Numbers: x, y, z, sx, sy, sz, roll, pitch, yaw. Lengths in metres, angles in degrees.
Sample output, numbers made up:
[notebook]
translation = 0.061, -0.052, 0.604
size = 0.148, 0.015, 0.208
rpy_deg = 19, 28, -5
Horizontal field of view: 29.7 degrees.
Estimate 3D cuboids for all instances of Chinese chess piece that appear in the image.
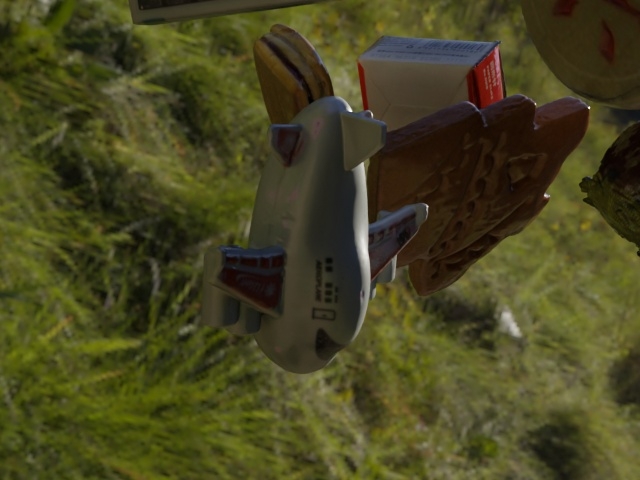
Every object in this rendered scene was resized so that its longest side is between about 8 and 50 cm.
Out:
[Chinese chess piece]
translation = 0.298, -0.249, 1.135
size = 0.103, 0.250, 0.249
rpy_deg = -12, 10, -32

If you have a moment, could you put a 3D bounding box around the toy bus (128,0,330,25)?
[toy bus]
translation = -0.075, -0.312, 1.304
size = 0.297, 0.131, 0.106
rpy_deg = -1, 12, 27

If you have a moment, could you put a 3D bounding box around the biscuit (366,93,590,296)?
[biscuit]
translation = 0.150, -0.055, 1.281
size = 0.306, 0.284, 0.043
rpy_deg = 14, 31, -50

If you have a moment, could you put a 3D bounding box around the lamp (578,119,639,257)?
[lamp]
translation = 0.356, -0.047, 1.207
size = 0.156, 0.135, 0.157
rpy_deg = 29, -51, -9

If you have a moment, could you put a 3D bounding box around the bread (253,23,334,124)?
[bread]
translation = -0.030, -0.190, 1.612
size = 0.116, 0.077, 0.200
rpy_deg = 44, -17, 27

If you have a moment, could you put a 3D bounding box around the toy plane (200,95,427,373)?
[toy plane]
translation = -0.003, -0.001, 1.037
size = 0.118, 0.252, 0.252
rpy_deg = 25, 0, 39

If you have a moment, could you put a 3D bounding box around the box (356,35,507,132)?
[box]
translation = 0.152, -0.198, 1.609
size = 0.182, 0.099, 0.133
rpy_deg = 7, -55, 30
